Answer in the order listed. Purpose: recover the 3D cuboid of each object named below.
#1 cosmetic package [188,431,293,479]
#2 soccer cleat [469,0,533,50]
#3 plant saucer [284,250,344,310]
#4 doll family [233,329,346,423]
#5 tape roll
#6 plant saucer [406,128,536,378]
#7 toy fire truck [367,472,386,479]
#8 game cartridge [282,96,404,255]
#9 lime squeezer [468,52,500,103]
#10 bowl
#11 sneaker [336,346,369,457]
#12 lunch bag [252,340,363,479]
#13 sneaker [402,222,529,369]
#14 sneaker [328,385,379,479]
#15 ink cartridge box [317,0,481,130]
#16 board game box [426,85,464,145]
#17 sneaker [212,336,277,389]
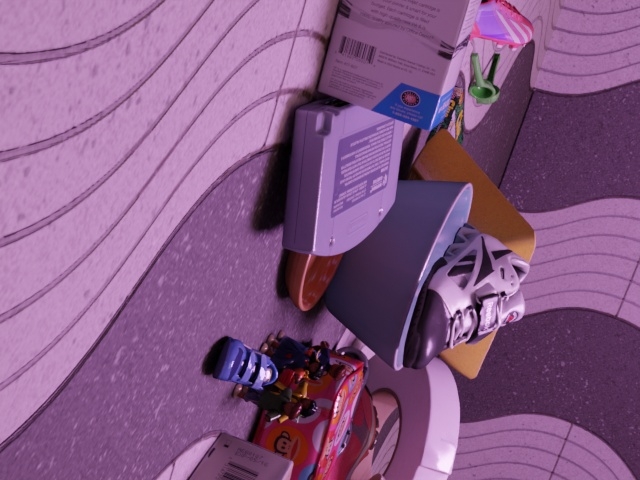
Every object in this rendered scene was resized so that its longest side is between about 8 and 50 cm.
[{"bbox_3d":[-0.137,0.433,1.548,0.160,0.113,0.309,-54,160,-50],"label":"cosmetic package"},{"bbox_3d":[0.286,-0.375,1.882,0.248,0.083,0.095,-6,125,-45],"label":"soccer cleat"},{"bbox_3d":[0.000,0.000,1.573,0.200,0.037,0.200,-60,164,-29],"label":"plant saucer"},{"bbox_3d":[-0.036,0.191,1.566,0.076,0.111,0.193,97,19,-47],"label":"doll family"},{"bbox_3d":[0.126,0.392,2.167,0.392,0.072,0.392,-49,-151,39],"label":"tape roll"},{"bbox_3d":[0.213,0.024,2.010,0.081,0.333,0.332,-3,130,-29],"label":"plant saucer"},{"bbox_3d":[0.005,0.436,1.614,0.217,0.159,0.246,88,12,-63],"label":"toy fire truck"},{"bbox_3d":[0.033,-0.088,1.428,0.294,0.060,0.196,-30,126,-63],"label":"game cartridge"},{"bbox_3d":[0.357,-0.343,2.419,0.310,0.059,0.110,-25,135,-70],"label":"lime squeezer"},{"bbox_3d":[0.106,0.030,1.767,0.311,0.163,0.311,21,90,-77],"label":"bowl"},{"bbox_3d":[0.019,0.320,2.019,0.106,0.101,0.267,96,20,-55],"label":"sneaker"},{"bbox_3d":[-0.022,0.314,1.799,0.258,0.120,0.293,-7,118,-76],"label":"lunch bag"},{"bbox_3d":[0.227,0.091,1.683,0.330,0.146,0.122,-50,159,-49],"label":"sneaker"},{"bbox_3d":[0.014,0.398,2.099,0.136,0.116,0.313,29,76,-58],"label":"sneaker"},{"bbox_3d":[0.099,-0.251,1.323,0.086,0.148,0.203,-38,148,-63],"label":"ink cartridge box"},{"bbox_3d":[0.254,-0.201,2.293,0.259,0.030,0.136,67,44,-72],"label":"board game box"},{"bbox_3d":[-0.092,0.155,1.400,0.053,0.059,0.144,-66,166,-1],"label":"sneaker"}]
